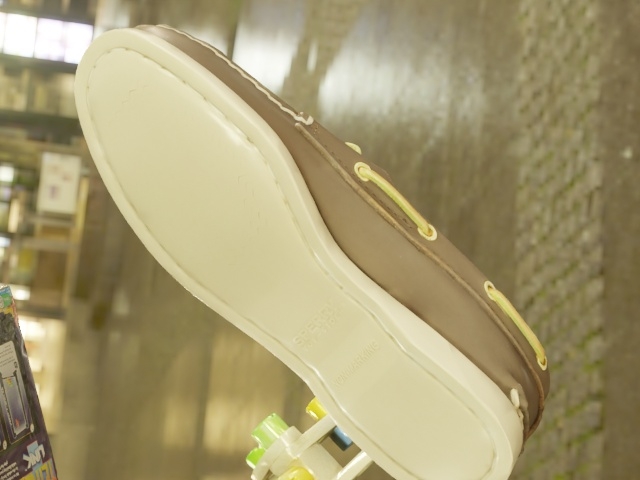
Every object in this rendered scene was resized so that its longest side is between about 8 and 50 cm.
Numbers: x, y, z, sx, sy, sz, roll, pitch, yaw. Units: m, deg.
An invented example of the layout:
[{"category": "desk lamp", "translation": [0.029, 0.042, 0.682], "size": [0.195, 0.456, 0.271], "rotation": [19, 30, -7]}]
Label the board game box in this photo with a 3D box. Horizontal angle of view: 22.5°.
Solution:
[{"category": "board game box", "translation": [-0.226, 0.110, 0.992], "size": [0.170, 0.048, 0.141], "rotation": [-28, -73, -77]}]

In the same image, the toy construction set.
[{"category": "toy construction set", "translation": [-0.081, 0.255, 1.353], "size": [0.151, 0.328, 0.215], "rotation": [58, 147, 17]}]

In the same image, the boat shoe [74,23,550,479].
[{"category": "boat shoe", "translation": [0.000, 0.000, 0.897], "size": [0.116, 0.324, 0.097], "rotation": [-44, 1, 41]}]
